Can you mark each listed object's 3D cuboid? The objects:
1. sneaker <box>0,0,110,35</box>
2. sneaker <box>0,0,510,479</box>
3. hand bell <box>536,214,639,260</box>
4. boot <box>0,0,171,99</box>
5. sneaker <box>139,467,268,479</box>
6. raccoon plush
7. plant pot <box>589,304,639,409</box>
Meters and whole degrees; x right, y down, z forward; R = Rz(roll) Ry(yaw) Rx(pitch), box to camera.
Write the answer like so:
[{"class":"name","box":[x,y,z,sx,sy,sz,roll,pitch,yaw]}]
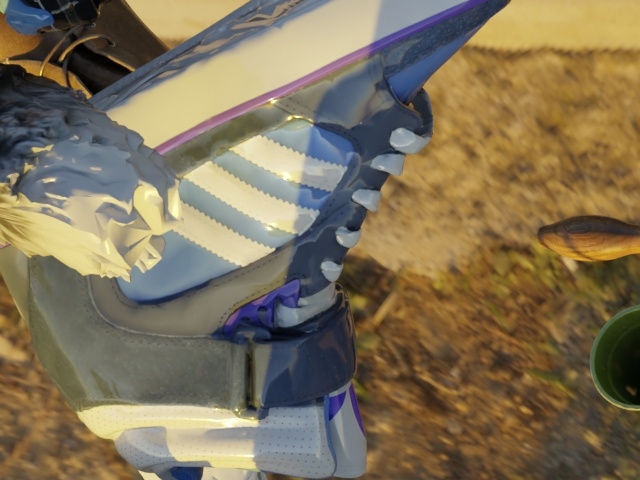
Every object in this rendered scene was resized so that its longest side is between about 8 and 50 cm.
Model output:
[{"class":"sneaker","box":[-0.102,-0.180,0.975,0.078,0.067,0.188,8,53,33]},{"class":"sneaker","box":[0.000,0.000,0.921,0.322,0.130,0.236,-27,105,13]},{"class":"hand bell","box":[0.277,-0.002,1.454,0.242,0.126,0.126,2,76,43]},{"class":"boot","box":[-0.173,-0.140,1.257,0.305,0.115,0.112,36,90,-15]},{"class":"sneaker","box":[-0.077,0.190,1.696,0.169,0.108,0.292,-33,107,13]},{"class":"raccoon plush","box":[-0.228,-0.169,0.903,0.446,0.216,0.299,22,69,4]},{"class":"plant pot","box":[0.261,0.100,1.372,0.083,0.079,0.083,-14,63,28]}]
